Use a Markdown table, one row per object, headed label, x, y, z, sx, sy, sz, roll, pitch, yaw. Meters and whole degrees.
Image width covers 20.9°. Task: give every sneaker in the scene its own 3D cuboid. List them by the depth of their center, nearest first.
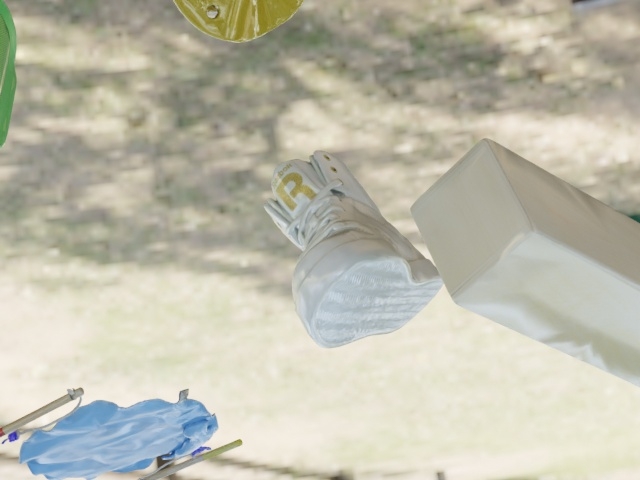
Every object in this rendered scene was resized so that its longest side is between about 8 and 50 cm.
| label | x | y | z | sx | sy | sz | roll | pitch | yaw |
| --- | --- | --- | --- | --- | --- | --- | --- | --- | --- |
| sneaker | 0.000 | 0.000 | 1.521 | 0.108 | 0.169 | 0.292 | -45 | 166 | 9 |

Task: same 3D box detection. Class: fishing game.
| label | x | y | z | sx | sy | sz | roll | pitch | yaw |
| --- | --- | --- | --- | --- | --- | --- | --- | --- | --- |
| fishing game | -0.189 | 0.177 | 1.609 | 0.189 | 0.041 | 0.264 | -27 | 152 | 26 |

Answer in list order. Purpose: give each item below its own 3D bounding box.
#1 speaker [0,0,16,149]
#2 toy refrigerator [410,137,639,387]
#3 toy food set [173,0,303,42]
| label | x | y | z | sx | sy | sz | roll | pitch | yaw |
| --- | --- | --- | --- | --- | --- | --- | --- | --- | --- |
| speaker | -0.322 | -0.127 | 1.436 | 0.131 | 0.131 | 0.296 | -8 | -151 | -1 |
| toy refrigerator | 0.197 | 0.028 | 1.349 | 0.269 | 0.102 | 0.094 | 25 | 121 | -42 |
| toy food set | -0.065 | -0.272 | 1.435 | 0.128 | 0.218 | 0.071 | 16 | -179 | -23 |
